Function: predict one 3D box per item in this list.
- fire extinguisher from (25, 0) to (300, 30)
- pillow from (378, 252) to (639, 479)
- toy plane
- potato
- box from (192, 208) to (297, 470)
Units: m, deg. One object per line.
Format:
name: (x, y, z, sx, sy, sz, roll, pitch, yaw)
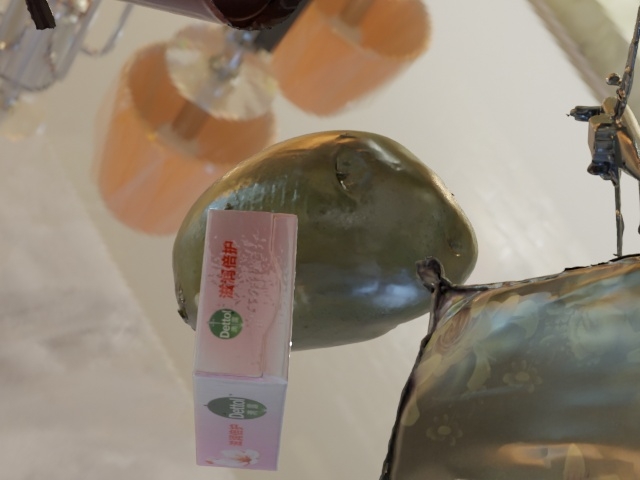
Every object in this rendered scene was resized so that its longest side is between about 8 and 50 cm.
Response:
fire extinguisher: (-0.154, -0.212, 1.097, 0.106, 0.147, 0.337, -25, -149, -39)
pillow: (0.133, 0.068, 0.672, 0.059, 0.255, 0.169, 28, -118, -40)
toy plane: (0.231, -0.076, 1.118, 0.058, 0.226, 0.226, -1, -160, -6)
potato: (0.000, 0.000, 1.588, 0.221, 0.326, 0.243, 63, -155, -44)
box: (-0.037, 0.051, 0.717, 0.043, 0.125, 0.089, 4, -119, -1)
